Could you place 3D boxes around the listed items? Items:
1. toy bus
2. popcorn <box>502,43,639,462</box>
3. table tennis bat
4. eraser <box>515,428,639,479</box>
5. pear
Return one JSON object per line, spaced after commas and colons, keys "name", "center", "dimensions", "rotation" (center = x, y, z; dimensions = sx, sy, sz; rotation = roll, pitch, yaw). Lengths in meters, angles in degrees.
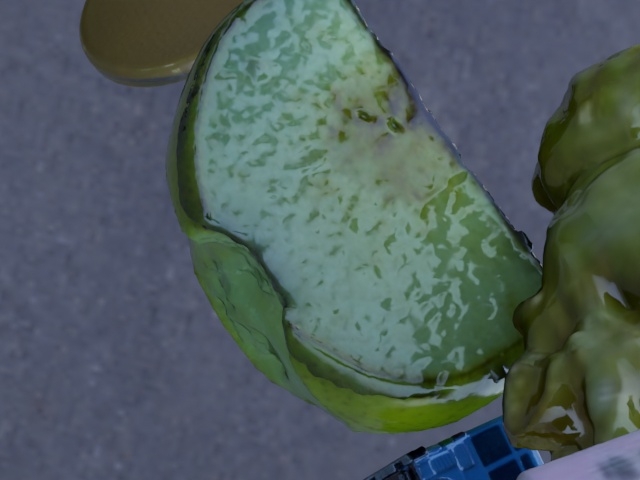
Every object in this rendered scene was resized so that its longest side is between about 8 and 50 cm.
{"name": "toy bus", "center": [0.111, 0.205, 1.173], "dimensions": [0.106, 0.090, 0.185], "rotation": [-21, 80, -26]}
{"name": "popcorn", "center": [0.198, 0.053, 1.022], "dimensions": [0.225, 0.173, 0.286], "rotation": [57, 31, -47]}
{"name": "table tennis bat", "center": [-0.114, -0.225, 1.534], "dimensions": [0.198, 0.321, 0.050], "rotation": [-32, 127, 1]}
{"name": "eraser", "center": [0.152, 0.124, 0.716], "dimensions": [0.287, 0.086, 0.130], "rotation": [-18, 143, -17]}
{"name": "pear", "center": [0.000, 0.000, 1.194], "dimensions": [0.159, 0.292, 0.292], "rotation": [-34, 140, -11]}
